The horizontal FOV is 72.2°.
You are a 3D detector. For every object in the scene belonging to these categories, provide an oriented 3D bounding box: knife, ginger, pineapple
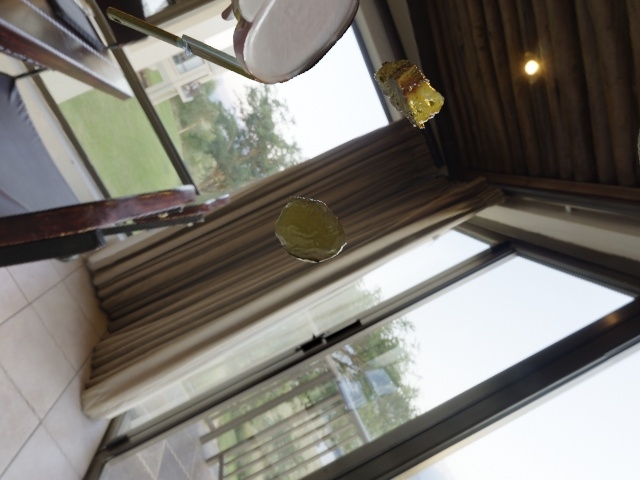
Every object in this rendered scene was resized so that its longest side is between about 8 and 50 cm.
[{"bbox_3d":[-0.238,-0.356,0.811,0.343,0.027,0.061,23,-2,-3],"label":"knife"},{"bbox_3d":[0.001,0.000,0.859,0.123,0.115,0.193,38,-8,-39],"label":"ginger"},{"bbox_3d":[0.257,-0.456,1.320,0.236,0.114,0.186,42,-1,6],"label":"pineapple"}]

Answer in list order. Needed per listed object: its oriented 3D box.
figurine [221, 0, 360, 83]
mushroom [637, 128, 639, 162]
[{"bbox_3d":[-0.055,-0.414,0.651,0.315,0.207,0.284,-120,-144,-47],"label":"figurine"},{"bbox_3d":[0.524,-0.102,0.519,0.254,0.234,0.260,14,68,-44],"label":"mushroom"}]
